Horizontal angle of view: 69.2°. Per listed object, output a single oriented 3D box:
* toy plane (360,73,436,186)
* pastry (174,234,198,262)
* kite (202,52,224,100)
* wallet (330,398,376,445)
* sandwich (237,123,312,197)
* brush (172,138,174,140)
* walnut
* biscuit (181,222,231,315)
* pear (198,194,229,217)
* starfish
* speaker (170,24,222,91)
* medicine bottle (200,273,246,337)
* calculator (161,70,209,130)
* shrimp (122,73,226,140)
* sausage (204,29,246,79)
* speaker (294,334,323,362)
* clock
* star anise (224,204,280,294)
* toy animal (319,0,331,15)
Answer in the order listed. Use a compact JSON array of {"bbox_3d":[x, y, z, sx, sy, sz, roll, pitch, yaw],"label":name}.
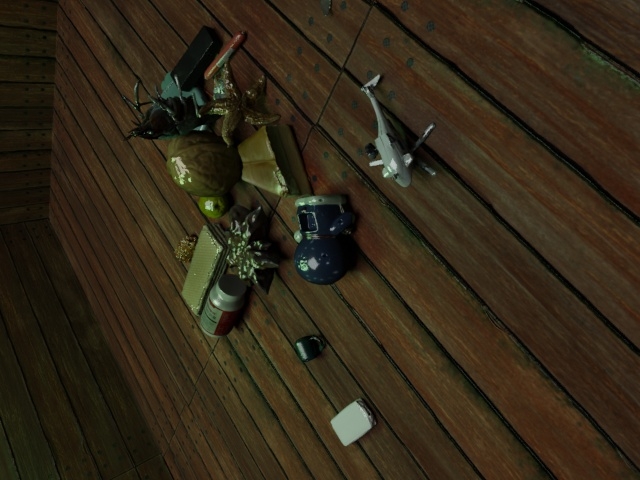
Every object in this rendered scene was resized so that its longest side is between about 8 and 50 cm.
[{"bbox_3d":[0.155,-0.251,1.042,0.182,0.107,0.272,-7,91,43],"label":"toy plane"},{"bbox_3d":[-0.563,0.035,1.929,0.169,0.063,0.087,-45,71,43],"label":"pastry"},{"bbox_3d":[-0.374,-0.564,1.592,0.244,0.006,0.198,32,124,37],"label":"kite"},{"bbox_3d":[0.097,0.545,1.389,0.095,0.033,0.190,54,135,19],"label":"wallet"},{"bbox_3d":[-0.141,-0.207,1.372,0.186,0.108,0.219,-22,88,48],"label":"sandwich"},{"bbox_3d":[-0.535,-0.440,1.758,0.051,0.070,0.323,-1,97,47],"label":"brush"},{"bbox_3d":[-0.379,-0.247,1.503,0.225,0.261,0.224,-1,89,32],"label":"walnut"},{"bbox_3d":[-0.448,0.124,1.820,0.144,0.079,0.426,51,134,23],"label":"biscuit"},{"bbox_3d":[-0.380,-0.133,1.656,0.131,0.107,0.107,19,115,56],"label":"pear"},{"bbox_3d":[-0.238,-0.399,1.368,0.062,0.236,0.277,113,154,-74],"label":"starfish"},{"bbox_3d":[-0.420,-0.608,1.560,0.218,0.044,0.082,-41,71,29],"label":"speaker"},{"bbox_3d":[-0.359,0.244,1.719,0.131,0.131,0.250,50,133,25],"label":"medicine bottle"},{"bbox_3d":[-0.494,-0.487,1.663,0.185,0.041,0.298,-40,72,21],"label":"calculator"},{"bbox_3d":[-0.419,-0.394,1.395,0.221,0.411,0.165,-21,92,45],"label":"shrimp"},{"bbox_3d":[-0.309,-0.591,1.486,0.253,0.034,0.034,-27,82,45],"label":"sausage"},{"bbox_3d":[-0.029,0.333,1.457,0.095,0.060,0.075,-26,80,12],"label":"speaker"},{"bbox_3d":[0.000,0.000,1.258,0.200,0.147,0.243,-1,93,43],"label":"clock"},{"bbox_3d":[-0.223,0.027,1.526,0.315,0.108,0.315,20,115,51],"label":"star anise"},{"bbox_3d":[-0.019,-0.679,1.110,0.155,0.095,0.219,40,127,27],"label":"toy animal"}]
